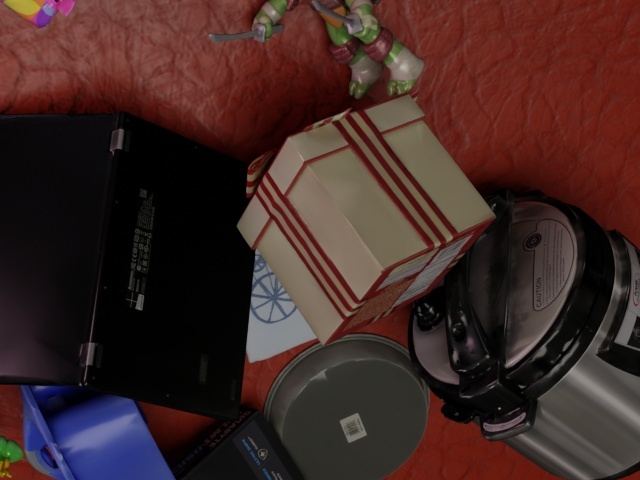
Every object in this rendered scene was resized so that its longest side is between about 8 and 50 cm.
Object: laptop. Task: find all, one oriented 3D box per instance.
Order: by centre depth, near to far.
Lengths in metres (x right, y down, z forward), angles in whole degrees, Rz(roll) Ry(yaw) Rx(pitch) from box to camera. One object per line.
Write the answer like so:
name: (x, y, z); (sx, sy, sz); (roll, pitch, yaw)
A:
laptop: (-0.320, 0.038, 1.725); (0.408, 0.236, 0.382); (21, 66, -40)

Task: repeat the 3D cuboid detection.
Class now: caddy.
caddy: (-0.347, 0.286, 1.827); (0.179, 0.241, 0.341); (-26, 148, -9)

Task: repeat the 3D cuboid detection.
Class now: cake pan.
cake pan: (0.052, 0.297, 2.075); (0.293, 0.054, 0.293); (-6, 115, -13)

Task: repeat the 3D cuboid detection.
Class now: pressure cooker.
pressure cooker: (0.340, 0.142, 1.898); (0.420, 0.370, 0.375); (36, 93, -29)

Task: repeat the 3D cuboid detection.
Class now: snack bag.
snack bag: (0.000, 0.000, 1.940); (0.343, 0.037, 0.323); (-20, 118, -9)

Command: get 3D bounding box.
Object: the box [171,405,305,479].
box: (-0.145, 0.471, 1.995); (0.293, 0.073, 0.295); (-40, 112, -28)

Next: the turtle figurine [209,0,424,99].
turtle figurine: (0.003, -0.282, 1.724); (0.198, 0.274, 0.266); (-26, 128, 28)

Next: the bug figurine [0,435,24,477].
bug figurine: (-0.549, 0.278, 1.807); (0.216, 0.279, 0.072); (28, 71, -21)

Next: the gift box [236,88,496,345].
gift box: (0.066, -0.055, 1.712); (0.255, 0.258, 0.276); (-22, 159, -39)

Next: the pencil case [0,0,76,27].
pencil case: (-0.429, -0.377, 1.619); (0.236, 0.104, 0.104); (33, 101, -25)
